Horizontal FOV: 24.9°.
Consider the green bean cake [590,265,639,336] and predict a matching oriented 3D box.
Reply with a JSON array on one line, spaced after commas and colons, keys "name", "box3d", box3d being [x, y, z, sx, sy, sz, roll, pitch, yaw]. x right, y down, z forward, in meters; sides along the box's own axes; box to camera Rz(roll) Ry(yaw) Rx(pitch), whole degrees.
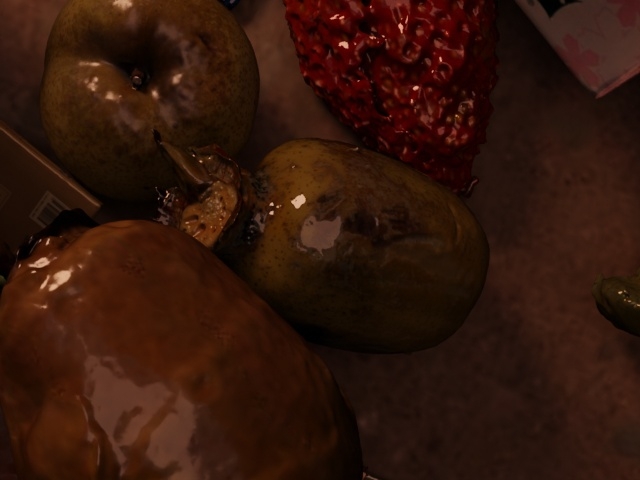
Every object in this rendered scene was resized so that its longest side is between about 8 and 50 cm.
[{"name": "green bean cake", "box3d": [0.329, -0.024, 1.091, 0.232, 0.124, 0.236, 16, 89, -7]}]

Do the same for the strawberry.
[{"name": "strawberry", "box3d": [0.053, -0.142, 1.075, 0.174, 0.098, 0.228, -3, 90, -5]}]

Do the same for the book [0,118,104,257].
[{"name": "book", "box3d": [-0.267, -0.043, 1.048, 0.198, 0.016, 0.138, 40, 120, -4]}]

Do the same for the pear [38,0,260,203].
[{"name": "pear", "box3d": [-0.124, -0.108, 1.037, 0.167, 0.136, 0.167, 0, 91, -8]}]

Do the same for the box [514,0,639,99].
[{"name": "box", "box3d": [0.144, -0.288, 0.982, 0.112, 0.190, 0.370, -40, 91, -32]}]

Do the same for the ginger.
[{"name": "ginger", "box3d": [-0.080, 0.124, 0.893, 0.223, 0.200, 0.269, 13, 127, 12]}]

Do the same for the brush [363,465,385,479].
[{"name": "brush", "box3d": [-0.065, 0.181, 1.106, 0.314, 0.017, 0.090, 22, 88, -5]}]

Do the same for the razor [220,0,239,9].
[{"name": "razor", "box3d": [-0.173, -0.304, 1.075, 0.324, 0.056, 0.093, 34, 88, -4]}]

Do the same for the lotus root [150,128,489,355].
[{"name": "lotus root", "box3d": [0.000, 0.002, 1.011, 0.278, 0.154, 0.154, 20, 88, -37]}]

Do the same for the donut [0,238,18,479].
[{"name": "donut", "box3d": [-0.309, 0.130, 1.014, 0.259, 0.136, 0.345, 32, 94, -10]}]
